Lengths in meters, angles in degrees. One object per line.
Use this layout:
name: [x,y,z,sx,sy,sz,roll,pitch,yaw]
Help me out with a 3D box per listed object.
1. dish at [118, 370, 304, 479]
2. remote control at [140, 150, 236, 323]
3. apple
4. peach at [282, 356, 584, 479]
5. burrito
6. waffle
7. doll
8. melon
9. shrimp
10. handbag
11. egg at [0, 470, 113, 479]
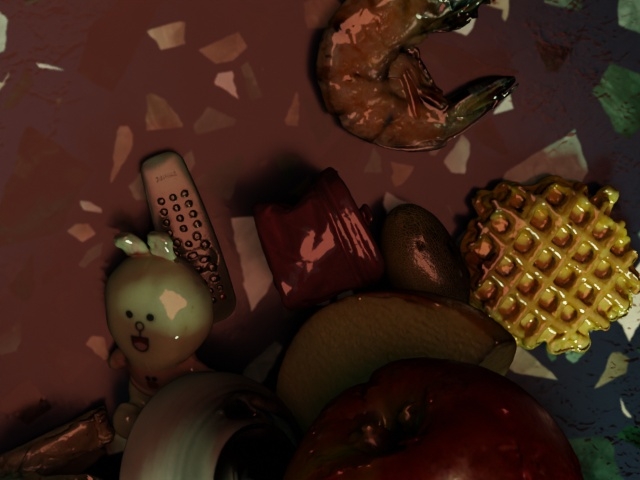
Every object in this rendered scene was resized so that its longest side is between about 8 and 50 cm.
dish: [-0.081,0.280,1.554,0.273,0.134,0.273,12,73,-46]
remote control: [-0.164,-0.002,1.679,0.072,0.042,0.221,-19,102,-6]
apple: [0.093,0.182,1.660,0.254,0.179,0.346,21,123,-24]
peach: [0.129,0.347,1.452,0.339,0.353,0.416,-12,119,19]
burrito: [-0.333,0.261,1.687,0.171,0.042,0.051,-29,104,-8]
waffle: [0.296,0.035,1.766,0.238,0.059,0.243,-12,102,-11]
doll: [-0.195,0.112,1.645,0.155,0.113,0.274,5,106,21]
melon: [0.128,0.029,1.706,0.099,0.099,0.162,-28,102,-5]
shrimp: [0.168,-0.248,1.699,0.365,0.071,0.233,-26,111,-6]
handbag: [0.000,0.000,1.614,0.135,0.225,0.146,-24,86,2]
egg: [-0.317,0.435,1.586,0.278,0.278,0.336,16,85,-12]
